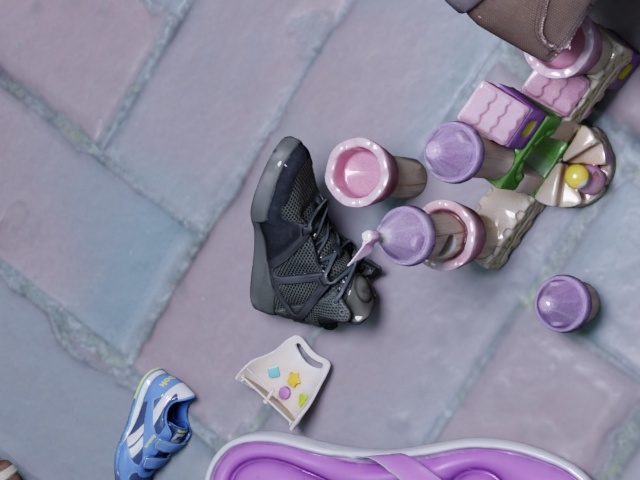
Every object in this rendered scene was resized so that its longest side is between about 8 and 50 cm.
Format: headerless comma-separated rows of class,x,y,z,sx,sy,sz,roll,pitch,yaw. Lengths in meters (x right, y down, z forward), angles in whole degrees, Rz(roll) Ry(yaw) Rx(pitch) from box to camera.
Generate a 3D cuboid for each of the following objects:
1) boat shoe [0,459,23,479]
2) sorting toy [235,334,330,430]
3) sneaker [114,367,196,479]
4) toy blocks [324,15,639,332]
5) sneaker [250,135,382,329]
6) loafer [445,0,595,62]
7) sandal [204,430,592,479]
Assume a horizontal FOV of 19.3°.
boat shoe,-0.397,0.346,2.061,0.095,0.095,0.257,46,113,2
sorting toy,-0.028,0.138,1.890,0.083,0.045,0.075,41,99,23
sneaker,-0.172,0.208,1.955,0.059,0.053,0.144,20,100,24
toy blocks,0.173,-0.080,1.662,0.309,0.260,0.288,40,106,22
sneaker,0.000,0.000,1.810,0.130,0.087,0.227,20,136,18
loafer,0.268,-0.287,1.583,0.366,0.134,0.130,-41,100,-2
sandal,0.064,0.274,1.802,0.416,0.102,0.169,0,92,26
